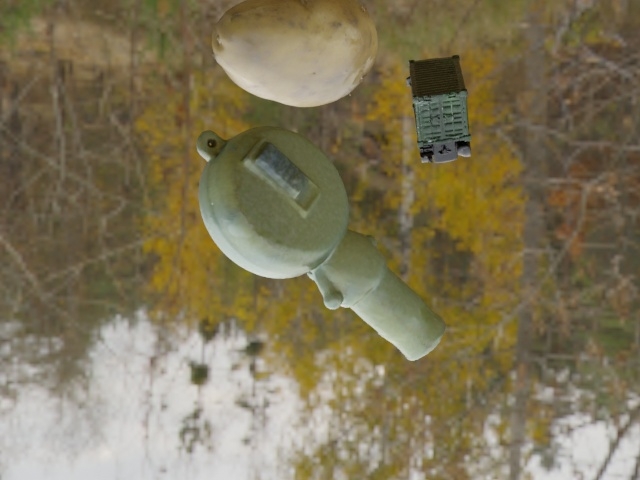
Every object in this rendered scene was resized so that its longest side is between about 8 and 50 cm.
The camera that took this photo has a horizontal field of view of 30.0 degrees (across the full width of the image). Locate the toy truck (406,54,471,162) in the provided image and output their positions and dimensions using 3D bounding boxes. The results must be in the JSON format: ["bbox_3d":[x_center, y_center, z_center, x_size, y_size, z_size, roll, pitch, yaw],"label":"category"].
[{"bbox_3d":[0.180,-0.206,1.821,0.088,0.121,0.259,-7,-157,5],"label":"toy truck"}]

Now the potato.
[{"bbox_3d":[-0.033,-0.226,1.376,0.235,0.128,0.161,-14,156,-35],"label":"potato"}]

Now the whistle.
[{"bbox_3d":[0.000,0.000,0.969,0.067,0.258,0.126,-33,-162,50],"label":"whistle"}]
